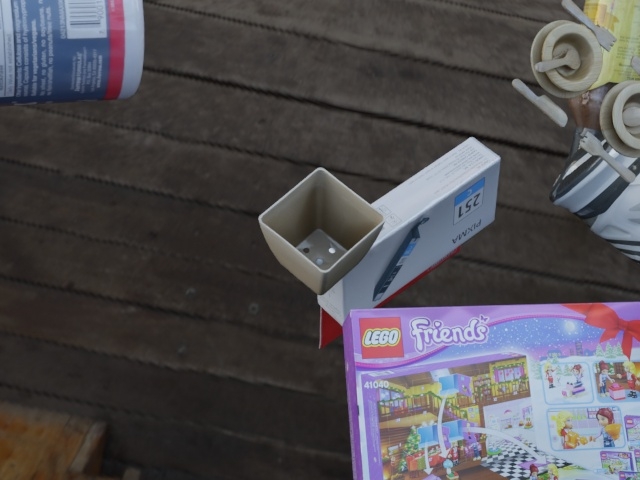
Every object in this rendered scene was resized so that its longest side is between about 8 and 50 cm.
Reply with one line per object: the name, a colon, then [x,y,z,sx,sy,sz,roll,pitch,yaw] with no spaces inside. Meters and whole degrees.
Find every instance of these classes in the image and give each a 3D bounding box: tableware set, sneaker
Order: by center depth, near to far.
tableware set: [0.313,-0.166,1.225,0.194,0.039,0.128,36,77,-16]
sneaker: [0.543,-0.105,1.530,0.257,0.169,0.447,40,144,-5]

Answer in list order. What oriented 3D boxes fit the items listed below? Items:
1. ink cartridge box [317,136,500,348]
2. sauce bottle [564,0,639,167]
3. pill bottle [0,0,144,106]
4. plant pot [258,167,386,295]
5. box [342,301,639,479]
ink cartridge box: [0.124,0.024,1.598,0.296,0.066,0.261,-34,147,-22]
sauce bottle: [0.441,-0.261,1.714,0.111,0.111,0.344,9,103,1]
pill bottle: [-0.206,-0.135,0.683,0.180,0.108,0.108,-6,108,-20]
plant pot: [0.000,0.000,1.337,0.109,0.096,0.109,39,63,20]
box: [0.173,0.161,1.023,0.293,0.057,0.201,-1,70,-7]
